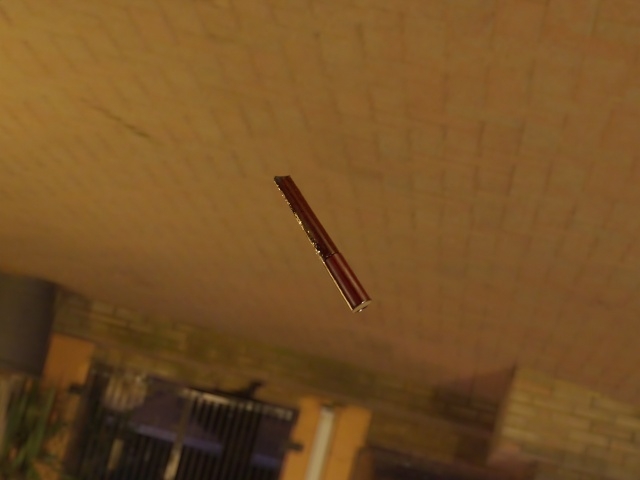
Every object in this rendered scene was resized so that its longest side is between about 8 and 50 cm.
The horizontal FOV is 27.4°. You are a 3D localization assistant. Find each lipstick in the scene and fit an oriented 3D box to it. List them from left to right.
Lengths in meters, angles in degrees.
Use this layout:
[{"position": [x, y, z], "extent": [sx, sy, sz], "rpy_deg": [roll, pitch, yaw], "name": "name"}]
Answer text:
[{"position": [0.000, 0.000, 1.437], "extent": [0.176, 0.027, 0.027], "rpy_deg": [58, -179, 17], "name": "lipstick"}]
